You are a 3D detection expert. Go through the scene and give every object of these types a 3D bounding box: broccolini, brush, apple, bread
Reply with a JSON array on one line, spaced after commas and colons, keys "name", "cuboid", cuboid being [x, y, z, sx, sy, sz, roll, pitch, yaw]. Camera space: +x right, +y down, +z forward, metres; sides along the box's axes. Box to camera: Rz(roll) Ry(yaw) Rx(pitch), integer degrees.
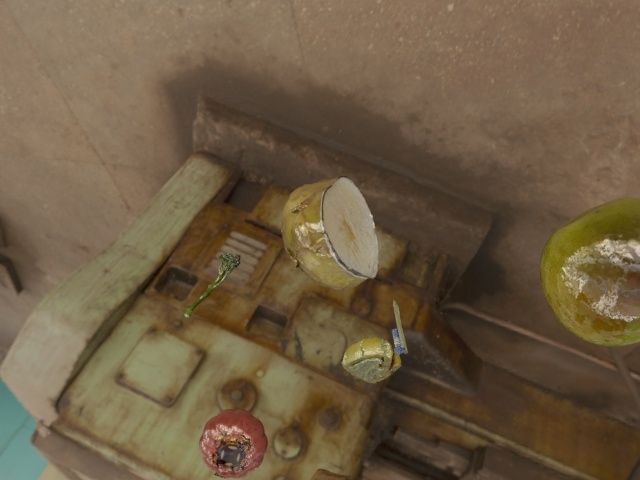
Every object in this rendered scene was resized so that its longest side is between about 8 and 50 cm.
[{"name": "broccolini", "cuboid": [-0.254, 0.109, 1.216, 0.054, 0.194, 0.052, 27, 156, 10]}, {"name": "brush", "cuboid": [0.193, 0.219, 1.293, 0.030, 0.179, 0.033, -29, 118, 17]}, {"name": "apple", "cuboid": [0.366, 0.034, 0.629, 0.157, 0.196, 0.196, 59, 141, 7]}, {"name": "bread", "cuboid": [0.129, 0.301, 1.285, 0.117, 0.064, 0.156, 27, 139, -12]}]

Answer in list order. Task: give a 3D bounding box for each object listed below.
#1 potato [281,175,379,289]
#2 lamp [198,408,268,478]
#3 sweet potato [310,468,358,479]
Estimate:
[{"name": "potato", "cuboid": [0.000, 0.000, 1.173, 0.196, 0.300, 0.247, -25, 105, 24]}, {"name": "lamp", "cuboid": [-0.230, 0.536, 1.362, 0.182, 0.182, 0.140, 33, 180, -5]}, {"name": "sweet potato", "cuboid": [0.045, 0.510, 1.023, 0.077, 0.077, 0.243, 38, 154, -13]}]
